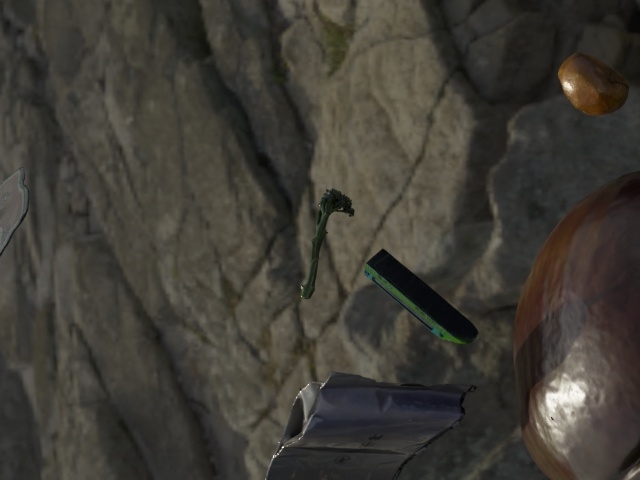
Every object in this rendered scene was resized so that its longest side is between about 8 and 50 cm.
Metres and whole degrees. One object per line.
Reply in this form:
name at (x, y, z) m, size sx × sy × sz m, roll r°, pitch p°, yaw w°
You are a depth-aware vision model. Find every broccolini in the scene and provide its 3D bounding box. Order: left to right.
broccolini at (-0.002, -0.006, 1.505) m, size 0.054 × 0.194 × 0.052 m, roll 3°, pitch 139°, yaw 24°

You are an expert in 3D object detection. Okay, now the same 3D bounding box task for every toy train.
toy train at (0.160, 0.099, 1.721) m, size 0.209 × 0.044 × 0.042 m, roll 41°, pitch 151°, yaw 17°

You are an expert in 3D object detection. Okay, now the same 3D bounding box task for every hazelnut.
hazelnut at (0.416, 0.124, 1.245) m, size 0.429 × 0.402 × 0.402 m, roll 121°, pitch 135°, yaw -62°

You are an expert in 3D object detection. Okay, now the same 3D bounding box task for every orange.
orange at (0.319, -0.179, 1.271) m, size 0.086 × 0.086 × 0.062 m, roll 38°, pitch 99°, yaw 45°

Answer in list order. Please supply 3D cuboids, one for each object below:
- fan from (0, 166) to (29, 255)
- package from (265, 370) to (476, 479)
fan at (-0.351, -0.028, 1.142) m, size 0.132 × 0.009 × 0.220 m, roll -52°, pitch 32°, yaw 7°
package at (0.056, 0.236, 1.363) m, size 0.251 × 0.204 × 0.062 m, roll 120°, pitch 148°, yaw -42°
